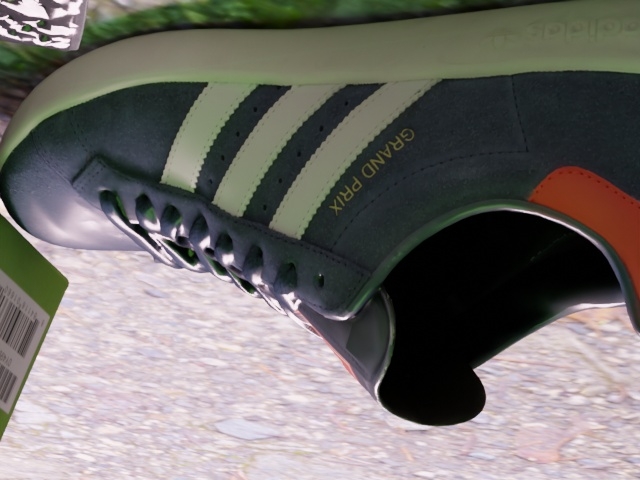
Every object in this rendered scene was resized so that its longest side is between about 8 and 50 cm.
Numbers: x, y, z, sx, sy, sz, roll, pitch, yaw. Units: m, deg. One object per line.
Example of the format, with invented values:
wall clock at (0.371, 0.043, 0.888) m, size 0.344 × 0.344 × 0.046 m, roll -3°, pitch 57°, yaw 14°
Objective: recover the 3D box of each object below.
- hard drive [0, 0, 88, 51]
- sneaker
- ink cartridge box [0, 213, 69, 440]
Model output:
hard drive at (-0.152, -0.144, 0.567) m, size 0.172 × 0.054 × 0.255 m, roll 9°, pitch 159°, yaw -1°
sneaker at (0.000, 0.000, 0.754) m, size 0.350 × 0.148 × 0.131 m, roll -6°, pitch 155°, yaw 33°
ink cartridge box at (-0.271, -0.004, 0.849) m, size 0.255 × 0.097 × 0.189 m, roll 16°, pitch 163°, yaw 19°
